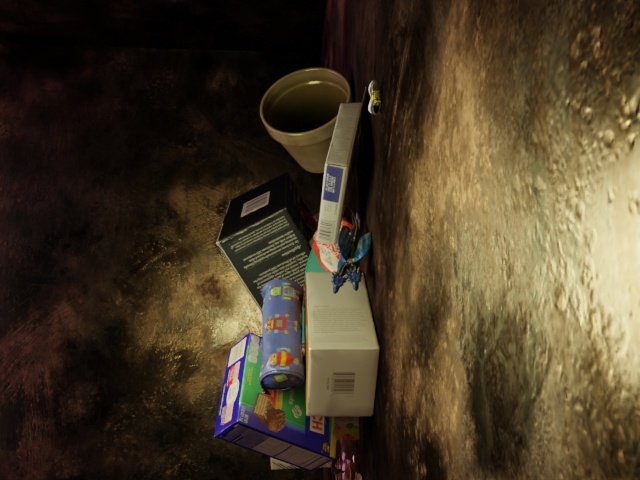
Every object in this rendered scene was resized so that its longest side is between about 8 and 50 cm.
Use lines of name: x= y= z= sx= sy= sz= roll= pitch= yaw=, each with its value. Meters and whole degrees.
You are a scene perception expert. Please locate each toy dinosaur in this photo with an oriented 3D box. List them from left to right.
toy dinosaur: x=0.022 y=0.635 z=1.708 sx=0.118 sy=0.064 sz=0.268 roll=60 pitch=-166 yaw=-10

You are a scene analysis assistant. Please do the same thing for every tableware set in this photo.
tableware set: x=0.091 y=0.722 z=1.633 sx=0.168 sy=0.020 sz=0.141 roll=-176 pitch=91 yaw=-77

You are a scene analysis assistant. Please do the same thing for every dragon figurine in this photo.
dragon figurine: x=0.084 y=0.019 z=1.479 sx=0.144 sy=0.085 sz=0.289 roll=99 pitch=-177 yaw=-66

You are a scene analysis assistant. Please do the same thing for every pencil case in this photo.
pencil case: x=-0.101 y=0.254 z=1.521 sx=0.133 sy=0.119 sz=0.306 roll=73 pitch=-169 yaw=-49

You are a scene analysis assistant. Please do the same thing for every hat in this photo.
hat: x=0.000 y=0.000 z=2.194 sx=0.173 sy=0.183 sz=0.209 roll=103 pitch=167 yaw=-68

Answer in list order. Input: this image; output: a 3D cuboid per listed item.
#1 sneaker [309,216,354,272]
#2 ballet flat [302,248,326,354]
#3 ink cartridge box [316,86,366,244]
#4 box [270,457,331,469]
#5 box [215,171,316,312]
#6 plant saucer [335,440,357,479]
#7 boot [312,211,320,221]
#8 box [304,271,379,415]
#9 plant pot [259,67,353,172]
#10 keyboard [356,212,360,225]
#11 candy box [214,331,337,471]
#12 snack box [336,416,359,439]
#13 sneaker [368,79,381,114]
sneaker: x=0.057 y=0.013 z=1.778 sx=0.145 sy=0.090 sz=0.270 roll=-57 pitch=31 yaw=15
ballet flat: x=0.025 y=0.190 z=1.883 sx=0.182 sy=0.163 sz=0.483 roll=53 pitch=-144 yaw=-40
ink cartridge box: x=0.058 y=-0.212 z=1.612 sx=0.324 sy=0.071 sz=0.330 roll=96 pitch=-174 yaw=-52
box: x=-0.054 y=0.801 z=2.180 sx=0.113 sy=0.274 sz=0.094 roll=-100 pitch=10 yaw=-73
box: x=-0.146 y=0.048 z=2.259 sx=0.472 sy=0.297 sz=0.480 roll=62 pitch=-172 yaw=-22
plant saucer: x=0.080 y=0.742 z=1.848 sx=0.310 sy=0.050 sz=0.311 roll=180 pitch=90 yaw=-87
boot: x=0.011 y=-0.114 z=2.575 sx=0.095 sy=0.123 sz=0.258 roll=96 pitch=174 yaw=-59
box: x=0.044 y=0.259 z=1.495 sx=0.345 sy=0.168 sz=0.215 roll=-95 pitch=6 yaw=-63
plant pot: x=-0.024 y=-0.401 z=2.028 sx=0.280 sy=0.323 sz=0.323 roll=68 pitch=-163 yaw=-54
keyboard: x=0.111 y=0.045 z=1.773 sx=0.072 sy=0.014 sz=0.256 roll=-82 pitch=-5 yaw=-70
candy box: x=-0.106 y=0.441 z=1.553 sx=0.122 sy=0.317 sz=0.268 roll=-39 pitch=33 yaw=36
snack box: x=0.064 y=0.518 z=1.689 sx=0.037 sy=0.100 sz=0.141 roll=99 pitch=171 yaw=-71
sneaker: x=0.132 y=-0.332 z=1.327 sx=0.035 sy=0.031 sz=0.083 roll=-117 pitch=20 yaw=-53
